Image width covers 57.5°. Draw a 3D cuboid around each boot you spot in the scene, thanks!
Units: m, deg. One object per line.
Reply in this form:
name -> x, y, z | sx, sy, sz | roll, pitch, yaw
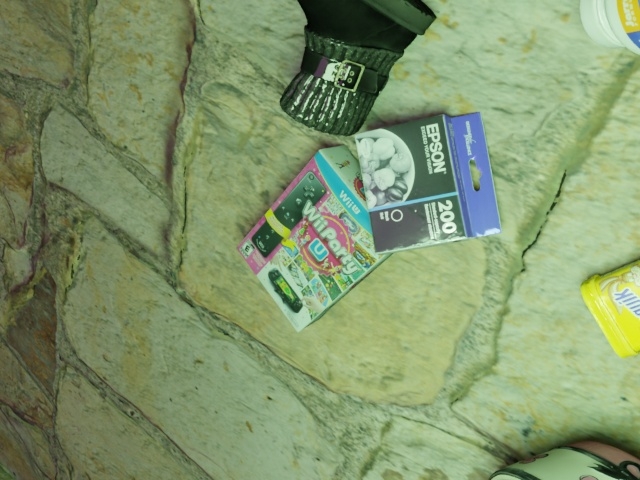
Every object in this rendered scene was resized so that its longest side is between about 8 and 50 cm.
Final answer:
boot -> -0.012, -0.318, 0.918 | 0.260, 0.348, 0.131 | -49, 37, 31

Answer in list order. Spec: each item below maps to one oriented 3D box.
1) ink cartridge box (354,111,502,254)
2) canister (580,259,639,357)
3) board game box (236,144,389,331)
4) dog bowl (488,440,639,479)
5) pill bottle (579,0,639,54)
ink cartridge box -> 0.175, -0.093, 0.951 | 0.208, 0.045, 0.206 | -11, 87, 15
canister -> 0.484, 0.080, 0.831 | 0.170, 0.073, 0.126 | -33, 84, 35
board game box -> 0.000, 0.000, 1.129 | 0.224, 0.097, 0.303 | 52, 124, 11
dog bowl -> 0.431, 0.473, 0.827 | 0.408, 0.150, 0.408 | 53, 161, 27
pill bottle -> 0.423, -0.287, 0.649 | 0.272, 0.152, 0.152 | -143, 47, -72
